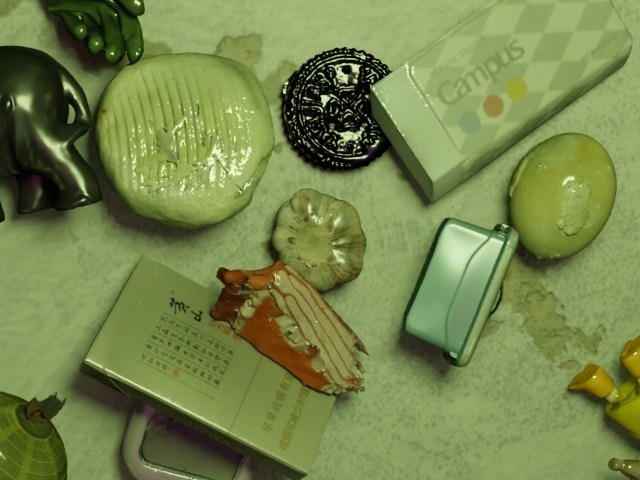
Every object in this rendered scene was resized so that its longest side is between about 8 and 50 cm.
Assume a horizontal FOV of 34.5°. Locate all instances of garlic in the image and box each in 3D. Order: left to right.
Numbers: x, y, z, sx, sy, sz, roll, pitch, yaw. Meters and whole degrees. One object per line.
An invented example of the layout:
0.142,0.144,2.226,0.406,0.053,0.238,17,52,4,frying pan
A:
0.000,0.000,1.578,0.147,0.102,0.159,-39,86,12,garlic

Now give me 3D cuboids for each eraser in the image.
0.277,-0.252,1.570,0.397,0.082,0.213,-35,99,-10,eraser

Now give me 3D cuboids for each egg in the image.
0.368,-0.068,1.586,0.164,0.164,0.201,16,97,-8,egg

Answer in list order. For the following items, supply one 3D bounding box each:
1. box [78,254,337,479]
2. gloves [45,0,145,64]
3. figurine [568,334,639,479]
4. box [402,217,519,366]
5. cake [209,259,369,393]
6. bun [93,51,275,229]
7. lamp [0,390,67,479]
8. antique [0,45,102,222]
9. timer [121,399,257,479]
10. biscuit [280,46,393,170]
-0.152,0.190,1.548,0.365,0.051,0.205,29,55,-8,box
-0.339,-0.360,1.495,0.135,0.107,0.268,-38,75,20,gloves
0.555,0.327,1.632,0.187,0.215,0.344,-35,86,-41,figurine
0.216,0.071,1.582,0.130,0.162,0.227,23,92,2,box
-0.031,0.128,1.542,0.287,0.098,0.135,36,132,-12,cake
-0.196,-0.143,1.512,0.272,0.168,0.273,0,81,0,bun
-0.465,0.319,1.473,0.284,0.250,0.250,-43,98,10,lamp
-0.485,-0.149,1.472,0.322,0.185,0.255,-13,102,-2,antique
-0.193,0.298,1.596,0.208,0.069,0.191,18,91,-9,timer
0.035,-0.201,1.587,0.194,0.053,0.195,0,94,-7,biscuit
